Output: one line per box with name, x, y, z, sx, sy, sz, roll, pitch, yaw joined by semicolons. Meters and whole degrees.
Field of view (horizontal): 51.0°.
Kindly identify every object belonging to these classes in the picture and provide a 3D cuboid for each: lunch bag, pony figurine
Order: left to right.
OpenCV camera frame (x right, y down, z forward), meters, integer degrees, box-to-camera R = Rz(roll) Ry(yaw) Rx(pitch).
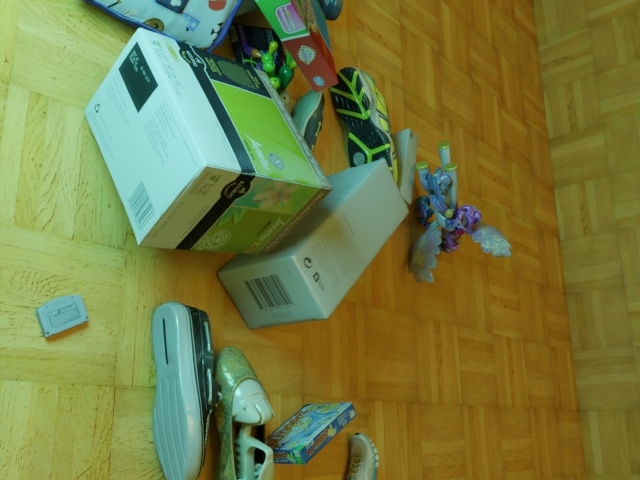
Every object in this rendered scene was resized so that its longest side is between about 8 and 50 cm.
lunch bag;-0.312;-0.609;1.352;0.327;0.238;0.386;13;86;-49
pony figurine;0.385;-0.071;2.006;0.351;0.302;0.364;-84;159;-62

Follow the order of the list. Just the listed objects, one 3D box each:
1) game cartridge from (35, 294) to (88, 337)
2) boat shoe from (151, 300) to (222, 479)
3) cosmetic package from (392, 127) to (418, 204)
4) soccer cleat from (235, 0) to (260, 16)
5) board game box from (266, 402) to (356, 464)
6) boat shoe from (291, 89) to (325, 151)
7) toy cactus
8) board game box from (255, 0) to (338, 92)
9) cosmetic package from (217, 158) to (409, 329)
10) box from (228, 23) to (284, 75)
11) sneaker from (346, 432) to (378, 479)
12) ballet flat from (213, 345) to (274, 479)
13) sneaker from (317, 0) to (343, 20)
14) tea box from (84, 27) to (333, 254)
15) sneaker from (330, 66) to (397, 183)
game cartridge;-0.438;0.124;1.138;0.083;0.017;0.056;-22;100;-51
boat shoe;-0.236;0.279;1.252;0.119;0.121;0.336;10;69;-44
cosmetic package;0.226;-0.209;1.984;0.060;0.098;0.239;37;53;-41
soccer cleat;-0.128;-0.620;1.659;0.143;0.116;0.331;52;44;-27
board game box;-0.031;0.414;1.451;0.201;0.136;0.035;-28;101;-51
boat shoe;-0.036;-0.288;1.707;0.068;0.081;0.228;44;56;-37
toy cactus;-0.117;-0.363;1.611;0.180;0.112;0.219;66;41;-60
board game box;-0.061;-0.532;1.541;0.316;0.064;0.242;46;30;-56
cosmetic package;0.000;0.000;1.542;0.453;0.230;0.162;-48;116;-45
box;-0.151;-0.469;1.656;0.162;0.029;0.116;-15;92;-52
sneaker;0.093;0.563;1.615;0.082;0.071;0.191;2;78;-45
ballet flat;-0.142;0.384;1.322;0.123;0.123;0.349;8;78;-49
sneaker;-0.033;-0.759;1.847;0.131;0.112;0.319;-13;86;-35
tea box;-0.207;-0.169;1.253;0.323;0.220;0.329;5;48;-49
sneaker;0.155;-0.301;1.889;0.147;0.145;0.385;-16;93;-51
